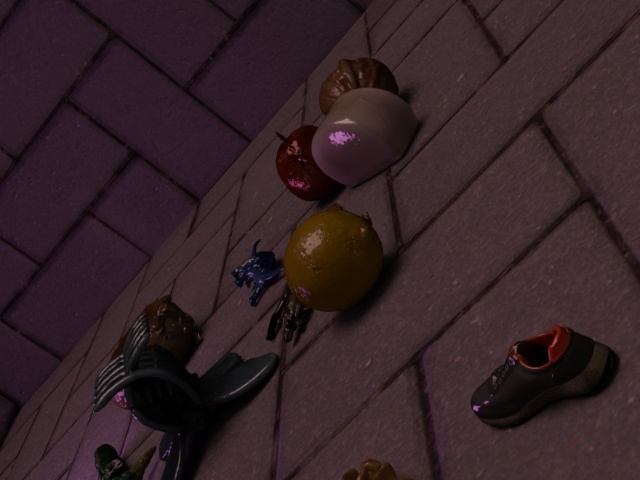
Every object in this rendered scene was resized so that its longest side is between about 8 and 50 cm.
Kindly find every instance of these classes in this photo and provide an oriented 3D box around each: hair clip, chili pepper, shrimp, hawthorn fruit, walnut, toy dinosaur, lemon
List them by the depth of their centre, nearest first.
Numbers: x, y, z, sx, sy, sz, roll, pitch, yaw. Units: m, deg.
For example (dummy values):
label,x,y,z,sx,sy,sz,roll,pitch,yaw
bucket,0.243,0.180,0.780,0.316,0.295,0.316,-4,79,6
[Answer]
label,x,y,z,sx,sy,sz,roll,pitch,yaw
lemon,0.020,0.039,1.665,0.206,0.173,0.173,-56,14,18
shrimp,-0.065,0.144,1.909,0.150,0.051,0.217,-50,17,35
hair clip,-0.313,0.302,1.914,0.392,0.238,0.318,-54,14,-3
toy dinosaur,-0.406,0.526,1.969,0.153,0.094,0.259,-23,24,53
chili pepper,-0.495,0.541,2.216,0.224,0.061,0.098,8,75,68
toy dinosaur,-0.152,0.071,2.252,0.144,0.076,0.329,-48,18,-6
hawthorn fruit,-0.032,-0.197,2.263,0.179,0.200,0.179,-44,13,13
walnut,0.092,-0.348,2.273,0.213,0.213,0.213,-47,17,19

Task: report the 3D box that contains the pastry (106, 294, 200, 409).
label,x,y,z,sx,sy,sz,roll,pitch,yaw
pastry,-0.451,0.294,2.483,0.330,0.136,0.330,-48,17,20

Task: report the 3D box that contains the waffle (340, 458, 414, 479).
label,x,y,z,sx,sy,sz,roll,pitch,yaw
waffle,0.028,0.381,1.118,0.249,0.056,0.253,-46,18,22

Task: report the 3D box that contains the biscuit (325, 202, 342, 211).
label,x,y,z,sx,sy,sz,roll,pitch,yaw
biscuit,0.000,0.000,2.066,0.162,0.035,0.250,-33,23,39

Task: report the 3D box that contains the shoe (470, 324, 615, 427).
label,x,y,z,sx,sy,sz,roll,pitch,yaw
shoe,0.225,0.143,1.035,0.194,0.077,0.074,-34,25,47

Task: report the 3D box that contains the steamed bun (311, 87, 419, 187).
label,x,y,z,sx,sy,sz,roll,pitch,yaw
steamed bun,0.085,-0.237,2.088,0.241,0.164,0.146,-29,26,55
